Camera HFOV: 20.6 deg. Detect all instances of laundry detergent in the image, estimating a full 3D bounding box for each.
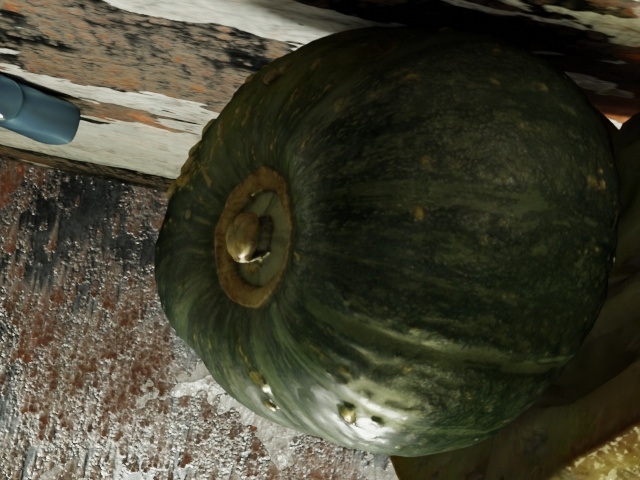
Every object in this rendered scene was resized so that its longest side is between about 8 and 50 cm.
[{"bbox_3d":[-0.370,-0.162,2.083,0.096,0.061,0.206,19,180,24],"label":"laundry detergent"}]

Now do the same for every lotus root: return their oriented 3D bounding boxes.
[{"bbox_3d":[0.177,0.064,1.282,0.111,0.375,0.390,35,154,-32],"label":"lotus root"}]

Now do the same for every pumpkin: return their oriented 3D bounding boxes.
[{"bbox_3d":[0.042,-0.008,1.186,0.257,0.291,0.327,13,-171,-38],"label":"pumpkin"}]
